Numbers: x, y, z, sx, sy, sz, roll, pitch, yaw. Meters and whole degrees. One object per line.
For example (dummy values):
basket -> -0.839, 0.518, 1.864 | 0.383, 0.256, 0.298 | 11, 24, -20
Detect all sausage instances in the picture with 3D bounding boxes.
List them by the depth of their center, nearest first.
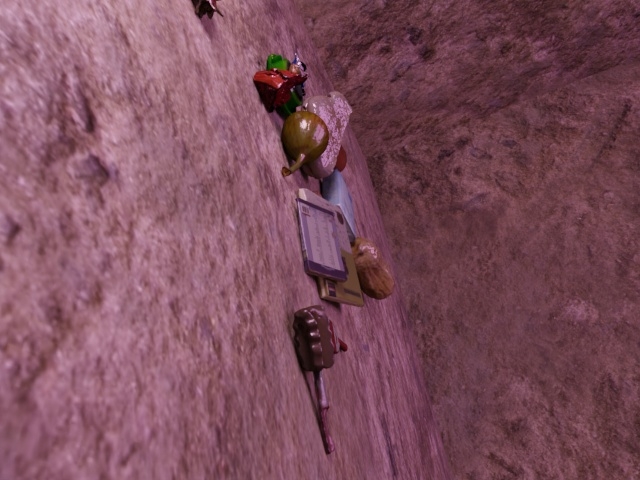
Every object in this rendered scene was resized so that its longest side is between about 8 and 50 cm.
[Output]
sausage -> 0.029, -0.352, 1.911 | 0.304, 0.121, 0.121 | 26, 46, -71

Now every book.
book -> -0.001, 0.000, 1.363 | 0.157, 0.026, 0.231 | 20, 50, -42
book -> 0.037, 0.023, 1.472 | 0.239, 0.035, 0.353 | 23, 48, -55

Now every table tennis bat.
table tennis bat -> 0.038, 0.265, 1.299 | 0.155, 0.019, 0.098 | 51, 23, -50

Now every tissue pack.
tissue pack -> 0.067, -0.129, 1.832 | 0.263, 0.089, 0.177 | -88, 155, -52

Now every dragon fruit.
dragon fruit -> -0.096, -0.467, 1.450 | 0.192, 0.092, 0.123 | -36, 117, -45

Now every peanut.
peanut -> 0.185, 0.105, 1.887 | 0.159, 0.143, 0.291 | 31, -20, 53

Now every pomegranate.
pomegranate -> -0.251, -0.600, 1.099 | 0.129, 0.129, 0.160 | 50, 33, -58

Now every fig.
fig -> -0.047, -0.278, 1.448 | 0.259, 0.151, 0.151 | -89, 157, -46

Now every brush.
brush -> -0.005, 0.289, 1.006 | 0.084, 0.071, 0.301 | 2, 78, -59

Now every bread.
bread -> -0.001, -0.385, 1.655 | 0.183, 0.101, 0.338 | 37, 61, -43

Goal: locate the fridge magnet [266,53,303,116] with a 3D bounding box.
fridge magnet -> -0.119, -0.513, 1.591 | 0.208, 0.088, 0.208 | -14, 90, -75

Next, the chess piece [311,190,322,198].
chess piece -> -0.012, -0.124, 1.597 | 0.083, 0.038, 0.084 | -19, 90, -75

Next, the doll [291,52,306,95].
doll -> -0.091, -0.715, 2.054 | 0.096, 0.070, 0.195 | 83, -1, -75
